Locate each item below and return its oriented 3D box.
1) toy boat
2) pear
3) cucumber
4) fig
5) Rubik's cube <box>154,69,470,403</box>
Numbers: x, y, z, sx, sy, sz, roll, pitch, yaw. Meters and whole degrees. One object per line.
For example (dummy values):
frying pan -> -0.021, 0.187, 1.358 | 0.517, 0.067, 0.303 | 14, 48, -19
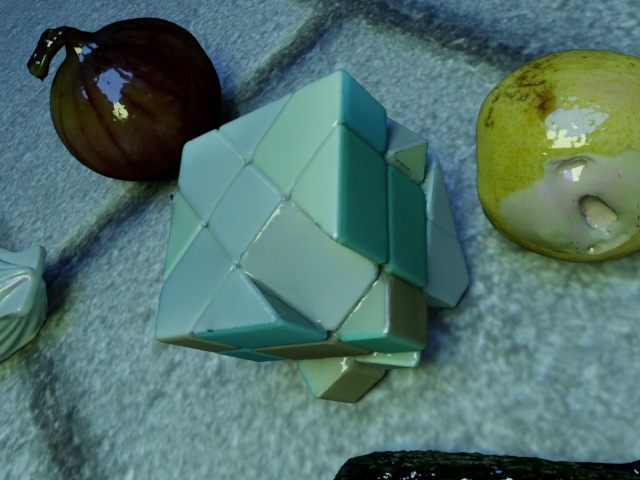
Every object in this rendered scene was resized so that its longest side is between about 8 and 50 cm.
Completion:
toy boat -> -0.471, 0.104, 0.680 | 0.290, 0.100, 0.200 | -20, 53, 15
pear -> 0.211, -0.065, 0.408 | 0.177, 0.178, 0.178 | -13, 55, 19
cucumber -> 0.114, 0.180, 0.360 | 0.245, 0.067, 0.067 | -4, 58, 22
fig -> -0.250, -0.195, 0.708 | 0.234, 0.215, 0.235 | -3, 39, 2
Rubik's cube -> 0.000, 0.000, 0.454 | 0.224, 0.213, 0.266 | -13, 65, 37
